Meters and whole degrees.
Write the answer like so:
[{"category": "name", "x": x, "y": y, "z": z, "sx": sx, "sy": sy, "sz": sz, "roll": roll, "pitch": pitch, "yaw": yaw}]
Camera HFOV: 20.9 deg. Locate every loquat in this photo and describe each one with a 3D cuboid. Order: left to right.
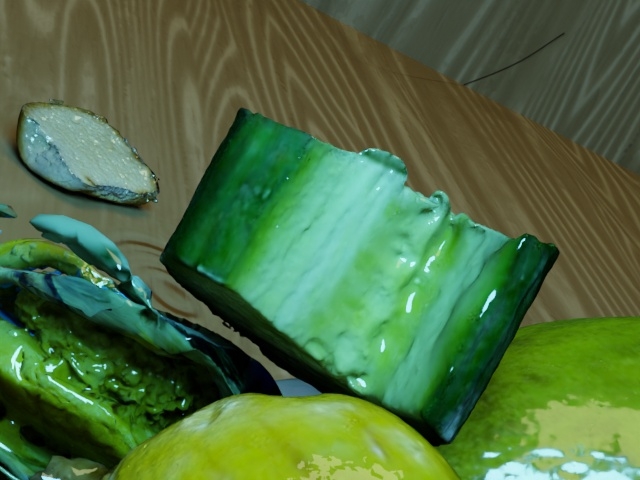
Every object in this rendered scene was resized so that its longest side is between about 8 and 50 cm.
[{"category": "loquat", "x": -0.034, "y": 0.171, "z": 0.865, "sx": 0.246, "sy": 0.213, "sz": 0.213, "roll": 25, "pitch": 15, "yaw": 12}]

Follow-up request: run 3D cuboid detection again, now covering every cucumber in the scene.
[{"category": "cucumber", "x": 0.016, "y": 0.012, "z": 0.928, "sx": 0.191, "sy": 0.130, "sz": 0.191, "roll": 28, "pitch": -10, "yaw": 5}]

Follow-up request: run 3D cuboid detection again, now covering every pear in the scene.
[{"category": "pear", "x": 0.153, "y": 0.177, "z": 1.059, "sx": 0.375, "sy": 0.287, "sz": 0.287, "roll": 9, "pitch": 25, "yaw": -29}]

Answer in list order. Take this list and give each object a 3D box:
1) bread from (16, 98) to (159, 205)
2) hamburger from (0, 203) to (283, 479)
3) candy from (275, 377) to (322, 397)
[{"category": "bread", "x": -0.216, "y": -0.073, "z": 1.571, "sx": 0.126, "sy": 0.044, "sz": 0.129, "roll": 48, "pitch": 20, "yaw": 29}, {"category": "hamburger", "x": -0.145, "y": 0.093, "z": 1.010, "sx": 0.260, "sy": 0.150, "sz": 0.276, "roll": 35, "pitch": -16, "yaw": -25}, {"category": "candy", "x": 0.037, "y": 0.148, "z": 1.283, "sx": 0.138, "sy": 0.071, "sz": 0.174, "roll": 36, "pitch": 19, "yaw": 25}]
